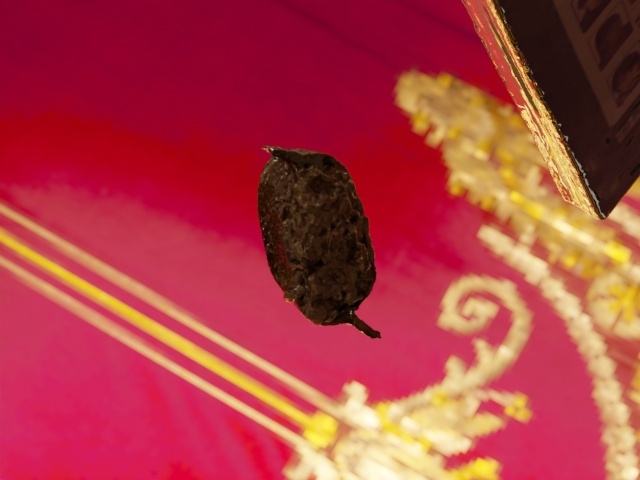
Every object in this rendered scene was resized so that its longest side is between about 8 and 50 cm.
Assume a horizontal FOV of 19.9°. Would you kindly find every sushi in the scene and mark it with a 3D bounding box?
[{"bbox_3d":[0.000,0.000,1.030,0.052,0.055,0.120,-14,-79,-22],"label":"sushi"}]

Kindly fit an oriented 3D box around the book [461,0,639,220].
[{"bbox_3d":[0.129,-0.137,0.649,0.202,0.027,0.264,-51,-28,-5],"label":"book"}]
